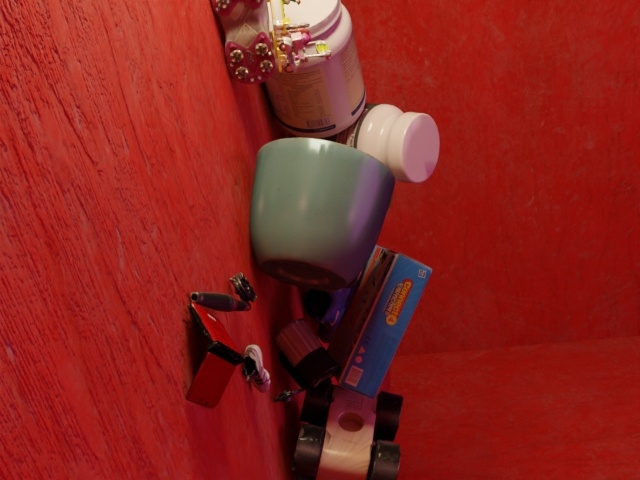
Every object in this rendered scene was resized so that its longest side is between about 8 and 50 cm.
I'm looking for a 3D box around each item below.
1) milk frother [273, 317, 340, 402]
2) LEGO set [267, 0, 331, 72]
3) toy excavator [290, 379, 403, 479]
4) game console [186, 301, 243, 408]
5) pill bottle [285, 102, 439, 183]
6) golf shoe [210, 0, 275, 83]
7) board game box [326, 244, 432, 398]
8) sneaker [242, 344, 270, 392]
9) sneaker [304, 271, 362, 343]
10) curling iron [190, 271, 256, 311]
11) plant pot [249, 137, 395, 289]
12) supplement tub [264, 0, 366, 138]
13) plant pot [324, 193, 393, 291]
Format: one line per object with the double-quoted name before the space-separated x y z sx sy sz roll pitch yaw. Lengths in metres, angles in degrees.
"milk frother" -0.059 0.260 1.798 0.134 0.129 0.143 51 31 20
"LEGO set" -0.044 -0.436 1.691 0.132 0.107 0.287 89 -8 -53
"toy excavator" 0.045 0.504 2.011 0.433 0.222 0.445 -77 179 -53
"game console" -0.179 0.177 1.302 0.124 0.085 0.144 55 -2 19
"pill bottle" 0.106 -0.246 2.170 0.210 0.363 0.210 -15 110 -49
"golf shoe" -0.155 -0.466 1.667 0.140 0.115 0.306 -98 -176 -54
"board game box" 0.122 0.172 1.926 0.302 0.086 0.308 -148 -98 -83
"sneaker" -0.123 0.248 1.563 0.069 0.038 0.098 -66 139 -70
"sneaker" 0.017 0.171 2.286 0.129 0.147 0.330 57 -26 34
"curling iron" -0.164 0.093 1.417 0.068 0.035 0.274 63 12 6
"plant pot" -0.011 -0.036 1.722 0.293 0.293 0.235 63 37 -67
"supplement tub" -0.028 -0.425 1.988 0.325 0.235 0.235 73 14 -51
"plant pot" 0.021 -0.025 2.068 0.276 0.276 0.253 71 27 -55
